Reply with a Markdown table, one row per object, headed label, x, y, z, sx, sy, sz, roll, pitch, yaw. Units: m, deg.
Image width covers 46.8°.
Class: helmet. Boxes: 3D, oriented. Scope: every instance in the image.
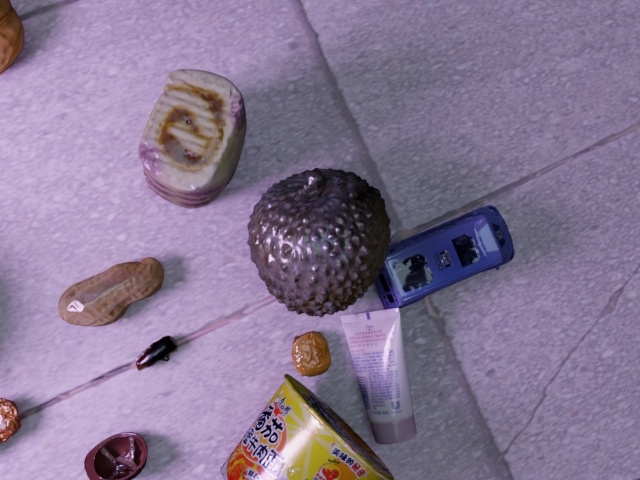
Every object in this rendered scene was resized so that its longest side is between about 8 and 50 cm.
| label | x | y | z | sx | sy | sz | roll | pitch | yaw |
| --- | --- | --- | --- | --- | --- | --- | --- | --- | --- |
| helmet | -0.351 | 0.392 | 1.300 | 0.111 | 0.057 | 0.089 | -19 | 54 | -7 |

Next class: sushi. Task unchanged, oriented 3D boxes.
| label | x | y | z | sx | sy | sz | roll | pitch | yaw |
| --- | --- | --- | --- | --- | --- | --- | --- | --- | --- |
| sushi | -0.295 | 0.207 | 1.332 | 0.083 | 0.046 | 0.044 | -36 | 94 | -13 |

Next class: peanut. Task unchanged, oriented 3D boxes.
| label | x | y | z | sx | sy | sz | roll | pitch | yaw |
| --- | --- | --- | --- | --- | --- | --- | --- | --- | --- |
| peanut | -0.367 | 0.093 | 1.307 | 0.194 | 0.083 | 0.093 | -24 | 77 | -12 |

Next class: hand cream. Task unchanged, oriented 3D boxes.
| label | x | y | z | sx | sy | sz | roll | pitch | yaw |
| --- | --- | --- | --- | --- | --- | --- | --- | --- | --- |
| hand cream | 0.113 | 0.253 | 1.392 | 0.083 | 0.133 | 0.247 | -12 | 92 | -55 |

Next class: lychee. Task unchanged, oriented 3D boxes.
| label | x | y | z | sx | sy | sz | roll | pitch | yaw |
| --- | --- | --- | --- | --- | --- | --- | --- | --- | --- |
| lychee | 0.000 | 0.000 | 1.312 | 0.255 | 0.255 | 0.274 | -22 | 124 | -13 |

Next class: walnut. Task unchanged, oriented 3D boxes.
| label | x | y | z | sx | sy | sz | roll | pitch | yaw |
| --- | --- | --- | --- | --- | --- | --- | --- | --- | --- |
| walnut | -0.598 | -0.349 | 1.273 | 0.180 | 0.144 | 0.144 | -39 | 94 | -21 |

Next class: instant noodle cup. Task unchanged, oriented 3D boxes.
| label | x | y | z | sx | sy | sz | roll | pitch | yaw |
| --- | --- | --- | --- | --- | --- | --- | --- | --- | --- |
| instant noodle cup | -0.034 | 0.391 | 1.276 | 0.264 | 0.264 | 0.200 | 44 | 85 | -5 |

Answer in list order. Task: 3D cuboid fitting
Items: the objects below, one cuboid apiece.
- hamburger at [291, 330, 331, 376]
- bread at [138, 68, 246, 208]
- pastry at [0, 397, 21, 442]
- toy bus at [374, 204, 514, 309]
| label | x | y | z | sx | sy | sz | roll | pitch | yaw |
| --- | --- | --- | --- | --- | --- | --- | --- | --- | --- |
| hamburger | -0.018 | 0.213 | 1.390 | 0.076 | 0.044 | 0.083 | -17 | 92 | -12 |
| bread | -0.210 | -0.158 | 1.234 | 0.155 | 0.338 | 0.187 | 22 | 84 | -8 |
| pastry | -0.588 | 0.329 | 1.256 | 0.170 | 0.063 | 0.087 | -23 | 81 | -8 |
| toy bus | 0.244 | 0.028 | 1.414 | 0.292 | 0.133 | 0.125 | -22 | 89 | -13 |
